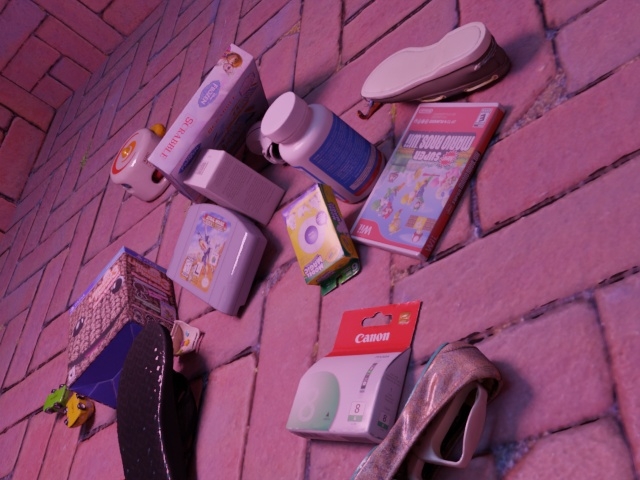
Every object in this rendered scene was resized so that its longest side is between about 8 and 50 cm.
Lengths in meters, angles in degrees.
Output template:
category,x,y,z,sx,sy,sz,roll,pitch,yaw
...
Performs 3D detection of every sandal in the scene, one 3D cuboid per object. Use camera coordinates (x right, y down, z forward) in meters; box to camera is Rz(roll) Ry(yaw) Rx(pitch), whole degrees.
category,x,y,z,sx,sy,sz,roll,pitch,yaw
sandal,-0.303,0.369,1.424,0.167,0.107,0.446,-35,50,28

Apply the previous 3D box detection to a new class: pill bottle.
category,x,y,z,sx,sy,sz,roll,pitch,yaw
pill bottle,0.003,-0.172,1.365,0.124,0.221,0.124,-33,38,31

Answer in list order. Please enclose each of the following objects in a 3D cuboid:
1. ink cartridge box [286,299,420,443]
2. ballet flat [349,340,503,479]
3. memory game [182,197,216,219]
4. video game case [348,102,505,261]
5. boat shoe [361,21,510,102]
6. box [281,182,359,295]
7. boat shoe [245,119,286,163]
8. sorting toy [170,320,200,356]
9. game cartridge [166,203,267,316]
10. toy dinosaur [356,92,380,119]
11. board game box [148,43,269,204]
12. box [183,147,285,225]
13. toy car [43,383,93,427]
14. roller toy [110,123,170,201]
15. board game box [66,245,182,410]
category,x,y,z,sx,sy,sz,roll,pitch,yaw
ink cartridge box,0.051,0.191,1.135,0.181,0.056,0.225,-14,53,47
ballet flat,0.123,0.272,0.921,0.106,0.107,0.316,26,84,45
memory game,-0.296,-0.123,1.925,0.186,0.012,0.186,-34,38,32
video game case,0.174,-0.110,1.266,0.204,0.025,0.285,16,75,57
boat shoe,0.198,-0.296,1.341,0.305,0.091,0.109,-9,56,51
box,0.000,0.000,1.332,0.105,0.043,0.179,-38,62,32
boat shoe,-0.094,-0.215,1.657,0.258,0.095,0.084,-5,53,53
sorting toy,-0.287,0.214,1.582,0.075,0.045,0.083,-10,53,40
game cartridge,-0.229,0.026,1.603,0.297,0.062,0.198,21,96,52
toy dinosaur,0.108,-0.280,1.499,0.090,0.047,0.082,26,102,48
board game box,-0.249,-0.257,1.744,0.319,0.065,0.318,-56,-7,-8
box,-0.188,-0.118,1.623,0.130,0.170,0.091,17,77,57
toy car,-0.613,0.380,1.856,0.225,0.053,0.239,-30,39,36
roller toy,-0.518,-0.227,2.190,0.209,0.146,0.191,-38,36,26
board game box,-0.461,0.199,1.731,0.232,0.141,0.291,-47,33,14
